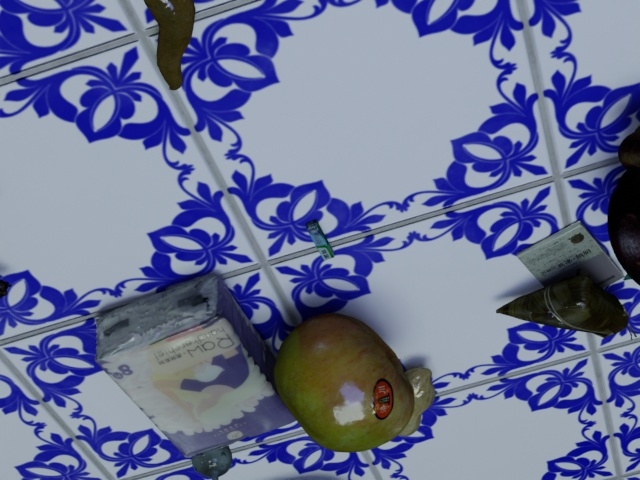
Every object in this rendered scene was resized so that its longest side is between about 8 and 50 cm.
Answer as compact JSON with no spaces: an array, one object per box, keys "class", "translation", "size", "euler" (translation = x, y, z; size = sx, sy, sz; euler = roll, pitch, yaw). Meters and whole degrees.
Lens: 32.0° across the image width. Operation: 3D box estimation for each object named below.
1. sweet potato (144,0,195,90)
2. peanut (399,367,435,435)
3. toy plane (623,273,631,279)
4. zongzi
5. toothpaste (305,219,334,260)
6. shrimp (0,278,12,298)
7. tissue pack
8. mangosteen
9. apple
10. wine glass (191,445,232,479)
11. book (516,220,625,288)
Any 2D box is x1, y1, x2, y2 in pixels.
[{"class":"sweet potato","translation":[-0.195,-0.286,1.456],"size":[0.069,0.059,0.249],"euler":[7,142,12]},{"class":"peanut","translation":[0.170,0.305,2.127],"size":[0.082,0.082,0.187],"euler":[8,134,-18]},{"class":"toy plane","translation":[0.708,0.015,1.901],"size":[0.381,0.106,0.155],"euler":[-5,149,-12]},{"class":"zongzi","translation":[0.436,0.133,1.979],"size":[0.184,0.084,0.187],"euler":[-19,145,36]},{"class":"toothpaste","translation":[0.000,0.000,1.818],"size":[0.020,0.017,0.083],"euler":[-19,136,10]},{"class":"shrimp","translation":[-0.576,-0.036,1.652],"size":[0.233,0.071,0.365],"euler":[-34,126,17]},{"class":"tissue pack","translation":[-0.209,0.225,1.940],"size":[0.242,0.125,0.344],"euler":[-20,136,11]},{"class":"mangosteen","translation":[0.564,-0.049,1.669],"size":[0.297,0.297,0.313],"euler":[-36,127,26]},{"class":"apple","translation":[0.039,0.244,1.919],"size":[0.194,0.261,0.261],"euler":[-35,133,6]},{"class":"wine glass","translation":[-0.203,0.447,2.126],"size":[0.079,0.195,0.079],"euler":[-7,140,-6]},{"class":"book","translation":[0.435,0.043,1.940],"size":[0.127,0.014,0.181],"euler":[-29,133,21]}]
